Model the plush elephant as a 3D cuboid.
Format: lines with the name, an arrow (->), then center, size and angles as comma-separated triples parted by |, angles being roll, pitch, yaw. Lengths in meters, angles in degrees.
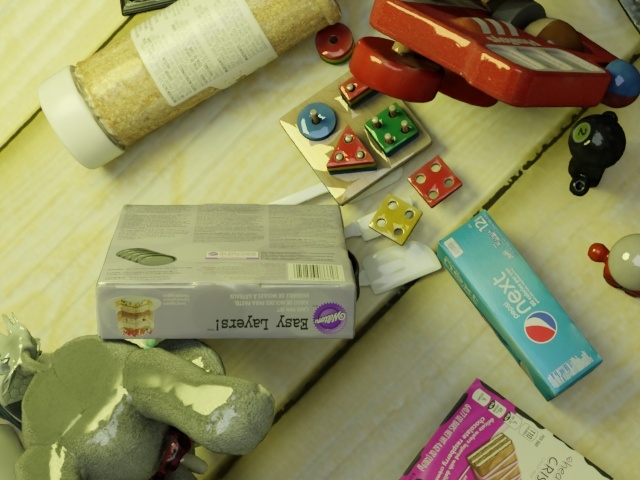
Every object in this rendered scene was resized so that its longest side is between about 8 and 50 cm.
plush elephant -> -0.191, 0.225, 1.254 | 0.272, 0.255, 0.330 | -48, 50, -10

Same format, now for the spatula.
spatula -> 0.000, 0.000, 1.427 | 0.242, 0.019, 0.168 | -22, 83, 6

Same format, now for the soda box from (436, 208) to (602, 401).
soda box -> 0.217, 0.073, 1.347 | 0.067, 0.071, 0.210 | -34, 77, -5

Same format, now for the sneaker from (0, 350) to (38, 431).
sneaker -> -0.310, 0.206, 1.410 | 0.086, 0.163, 0.226 | -48, 117, -21

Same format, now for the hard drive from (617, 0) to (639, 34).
hard drive -> 0.417, -0.306, 1.391 | 0.172, 0.054, 0.255 | -29, 77, 4

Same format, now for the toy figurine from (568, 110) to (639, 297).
toy figurine -> 0.378, -0.053, 1.306 | 0.209, 0.148, 0.213 | -16, 78, 6

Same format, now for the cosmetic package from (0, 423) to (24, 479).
cosmetic package -> -0.414, 0.357, 1.369 | 0.224, 0.138, 0.224 | -32, 77, 4

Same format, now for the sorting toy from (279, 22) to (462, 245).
sorting toy -> 0.043, -0.125, 1.407 | 0.132, 0.046, 0.274 | -34, 72, -3

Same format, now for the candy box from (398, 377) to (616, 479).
candy box -> 0.211, 0.282, 1.296 | 0.233, 0.071, 0.159 | 36, 71, 12

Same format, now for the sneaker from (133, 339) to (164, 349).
sneaker -> -0.187, 0.119, 1.395 | 0.080, 0.094, 0.212 | 26, 86, 11

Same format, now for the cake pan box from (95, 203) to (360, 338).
cake pan box -> -0.091, 0.026, 1.286 | 0.266, 0.246, 0.070 | -1, 112, -4

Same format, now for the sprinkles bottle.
sprinkles bottle -> -0.153, -0.221, 1.427 | 0.355, 0.121, 0.121 | -30, 77, 5

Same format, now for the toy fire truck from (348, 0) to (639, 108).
toy fire truck -> 0.197, -0.202, 1.278 | 0.254, 0.302, 0.169 | 37, 116, 33

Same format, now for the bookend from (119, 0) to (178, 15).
bookend -> -0.187, -0.340, 1.440 | 0.156, 0.157, 0.072 | -10, 79, 7
